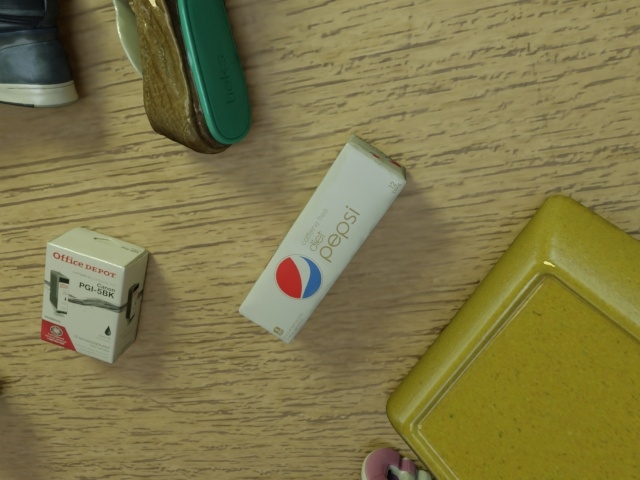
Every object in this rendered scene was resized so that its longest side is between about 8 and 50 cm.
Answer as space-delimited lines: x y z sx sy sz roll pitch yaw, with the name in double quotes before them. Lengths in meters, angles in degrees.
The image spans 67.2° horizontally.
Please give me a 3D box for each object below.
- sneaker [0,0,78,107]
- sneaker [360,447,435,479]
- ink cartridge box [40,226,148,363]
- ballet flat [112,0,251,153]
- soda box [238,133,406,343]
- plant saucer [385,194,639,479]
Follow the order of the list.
"sneaker" -0.364 -0.223 0.468 0.226 0.086 0.163 3 121 -3
"sneaker" 0.142 0.361 0.608 0.236 0.095 0.104 28 118 3
"ink cartridge box" -0.272 0.065 0.579 0.099 0.056 0.135 17 111 3
"ballet flat" -0.143 -0.249 0.435 0.124 0.116 0.342 7 115 26
"soda box" 0.000 0.000 0.505 0.069 0.074 0.216 32 111 -4
"plant saucer" 0.229 0.176 0.428 0.333 0.081 0.333 46 116 33
